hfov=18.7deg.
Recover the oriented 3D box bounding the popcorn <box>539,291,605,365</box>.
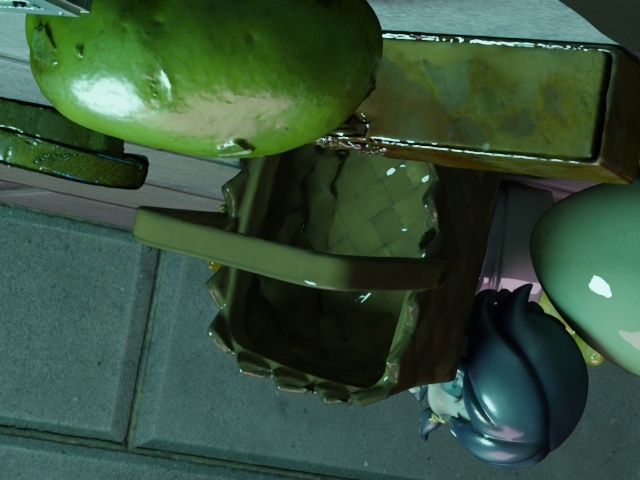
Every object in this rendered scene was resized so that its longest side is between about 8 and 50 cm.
[{"bbox_3d":[0.357,0.051,2.443,0.190,0.191,0.253,51,173,-5],"label":"popcorn"}]

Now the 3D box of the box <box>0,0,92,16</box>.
[{"bbox_3d":[-0.269,-0.202,1.252,0.225,0.086,0.129,6,174,26],"label":"box"}]

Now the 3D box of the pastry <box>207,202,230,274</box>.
[{"bbox_3d":[0.000,0.000,2.593,0.311,0.161,0.255,10,177,-27],"label":"pastry"}]

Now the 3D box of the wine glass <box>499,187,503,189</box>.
[{"bbox_3d":[0.153,-0.014,2.381,0.241,0.126,0.126,6,174,39],"label":"wine glass"}]

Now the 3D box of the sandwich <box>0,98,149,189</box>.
[{"bbox_3d":[-0.322,-0.122,2.371,0.235,0.079,0.159,14,-175,-8],"label":"sandwich"}]

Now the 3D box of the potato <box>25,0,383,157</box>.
[{"bbox_3d":[-0.083,-0.131,1.352,0.253,0.148,0.186,8,173,20],"label":"potato"}]

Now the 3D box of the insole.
[{"bbox_3d":[0.234,-0.149,1.352,0.111,0.007,0.328,5,173,35],"label":"insole"}]

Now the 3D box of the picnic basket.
[{"bbox_3d":[0.005,0.004,1.864,0.254,0.291,0.321,15,-172,34],"label":"picnic basket"}]

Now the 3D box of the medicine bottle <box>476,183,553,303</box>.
[{"bbox_3d":[0.110,-0.014,2.194,0.293,0.170,0.170,8,175,1],"label":"medicine bottle"}]

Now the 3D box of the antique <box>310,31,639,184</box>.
[{"bbox_3d":[0.100,-0.111,1.547,0.310,0.093,0.087,7,175,28],"label":"antique"}]

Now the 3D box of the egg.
[{"bbox_3d":[0.359,0.038,2.033,0.296,0.218,0.218,16,174,-5],"label":"egg"}]

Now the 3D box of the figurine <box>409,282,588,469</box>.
[{"bbox_3d":[0.160,0.123,2.043,0.265,0.197,0.175,53,-178,25],"label":"figurine"}]
